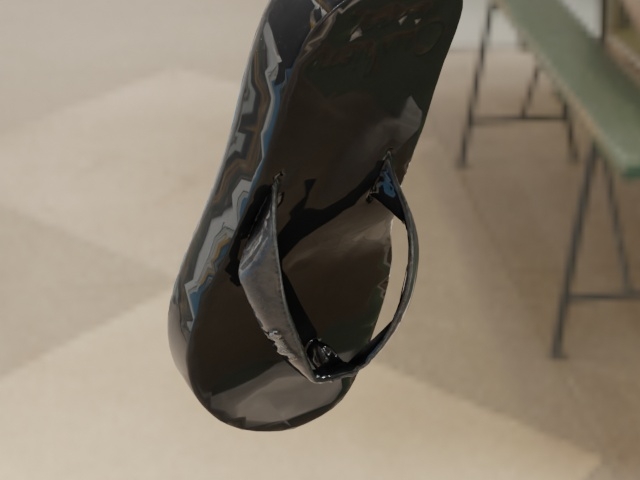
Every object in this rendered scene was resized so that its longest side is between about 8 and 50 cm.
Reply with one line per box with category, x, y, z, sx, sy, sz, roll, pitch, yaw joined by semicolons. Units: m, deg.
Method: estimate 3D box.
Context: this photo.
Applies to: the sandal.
sandal;-0.001;0.000;0.735;0.097;0.254;0.054;-24;58;-25
